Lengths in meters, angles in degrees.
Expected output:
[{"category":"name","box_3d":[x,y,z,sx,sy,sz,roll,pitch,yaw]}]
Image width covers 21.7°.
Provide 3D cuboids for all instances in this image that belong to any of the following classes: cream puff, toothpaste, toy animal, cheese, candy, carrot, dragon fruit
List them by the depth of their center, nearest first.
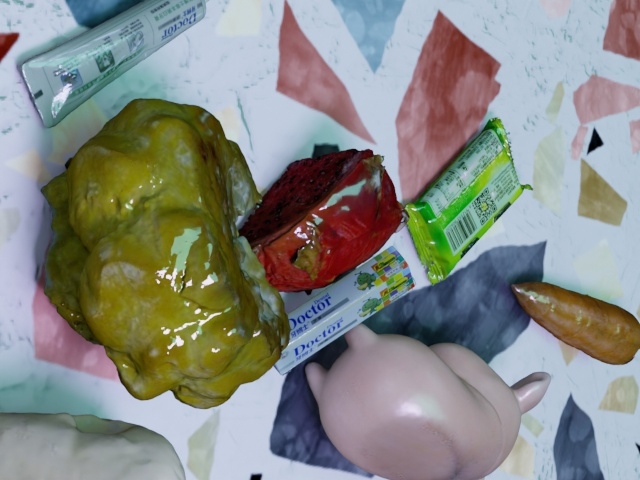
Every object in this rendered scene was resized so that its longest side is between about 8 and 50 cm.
[{"category":"cheese","box_3d":[-0.184,0.230,1.364,0.251,0.248,0.174,14,83,-50]},{"category":"cream puff","box_3d":[-0.143,0.020,1.441,0.282,0.185,0.282,-18,90,-80]},{"category":"toothpaste","box_3d":[-0.172,-0.177,1.475,0.218,0.041,0.064,-37,124,-31]},{"category":"dragon fruit","box_3d":[0.001,0.001,1.602,0.161,0.127,0.120,-49,117,-30]},{"category":"toothpaste","box_3d":[0.017,0.067,1.625,0.164,0.034,0.046,-33,147,-8]},{"category":"toy animal","box_3d":[0.109,0.174,1.692,0.250,0.154,0.166,18,123,-44]},{"category":"candy","box_3d":[0.157,-0.044,1.808,0.178,0.032,0.102,-45,119,-30]},{"category":"carrot","box_3d":[0.288,0.083,1.923,0.205,0.072,0.072,27,75,-39]}]
